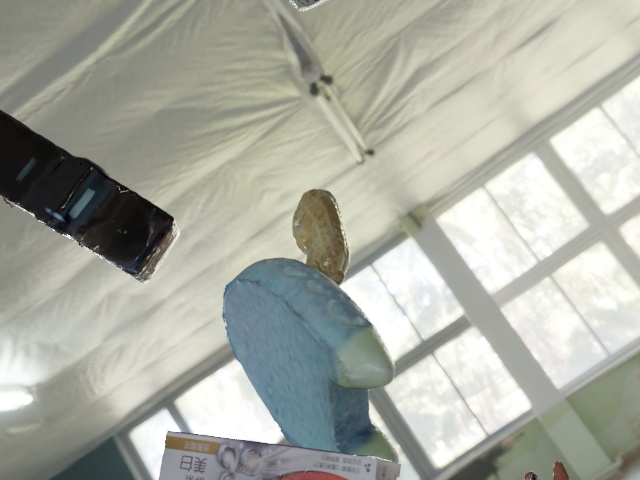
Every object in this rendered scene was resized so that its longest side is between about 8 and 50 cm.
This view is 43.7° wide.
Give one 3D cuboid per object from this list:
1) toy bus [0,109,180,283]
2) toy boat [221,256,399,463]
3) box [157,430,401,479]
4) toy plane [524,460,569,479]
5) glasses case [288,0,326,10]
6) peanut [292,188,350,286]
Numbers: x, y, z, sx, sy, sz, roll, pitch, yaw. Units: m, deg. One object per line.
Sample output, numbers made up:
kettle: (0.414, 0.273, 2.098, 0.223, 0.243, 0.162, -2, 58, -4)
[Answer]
toy bus: (-0.353, -0.088, 0.926, 0.093, 0.408, 0.092, -57, -7, -11)
toy boat: (0.001, 0.131, 0.944, 0.123, 0.215, 0.330, -19, 26, -26)
box: (-0.041, 0.198, 0.671, 0.218, 0.055, 0.039, -1, -19, 31)
toy plane: (0.279, 0.384, 1.038, 0.061, 0.130, 0.189, 27, -74, -45)
glasses case: (0.076, -0.323, 0.704, 0.137, 0.085, 0.354, -50, 13, -34)
peanut: (0.000, 0.000, 1.164, 0.080, 0.174, 0.080, -6, -36, -5)
